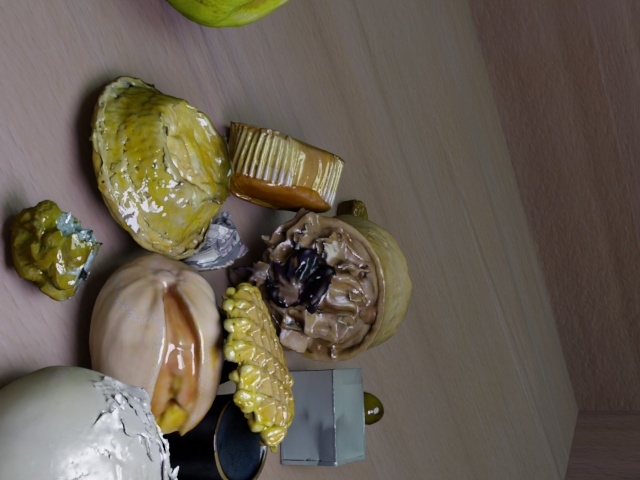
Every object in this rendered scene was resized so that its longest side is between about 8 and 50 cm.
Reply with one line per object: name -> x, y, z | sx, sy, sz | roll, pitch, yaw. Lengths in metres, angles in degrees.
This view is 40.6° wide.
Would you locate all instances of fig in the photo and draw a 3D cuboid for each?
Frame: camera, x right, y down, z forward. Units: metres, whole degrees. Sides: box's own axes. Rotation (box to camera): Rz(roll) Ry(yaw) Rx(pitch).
fig -> 0.125, 0.432, 2.244 | 0.074, 0.074, 0.088 | 39, 30, -52

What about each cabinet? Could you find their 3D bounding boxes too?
cabinet -> 0.006, 0.395, 1.957 | 0.150, 0.145, 0.206 | 12, 73, -59

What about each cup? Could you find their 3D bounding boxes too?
cup -> -0.195, 0.339, 1.575 | 0.239, 0.176, 0.166 | -51, 127, -52

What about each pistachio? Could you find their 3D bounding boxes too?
pistachio -> -0.275, 0.172, 1.443 | 0.230, 0.229, 0.309 | 7, 80, -60

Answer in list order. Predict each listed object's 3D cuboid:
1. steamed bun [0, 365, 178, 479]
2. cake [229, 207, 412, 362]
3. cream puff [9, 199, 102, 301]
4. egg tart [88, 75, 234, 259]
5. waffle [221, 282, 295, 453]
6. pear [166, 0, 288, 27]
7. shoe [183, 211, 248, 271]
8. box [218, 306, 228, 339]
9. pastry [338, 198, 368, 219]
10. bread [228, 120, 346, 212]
steamed bun -> -0.357, 0.357, 1.220 | 0.312, 0.232, 0.334 | -45, 120, -52
cake -> -0.012, 0.105, 1.807 | 0.321, 0.332, 0.333 | -10, 93, -56
cream puff -> -0.411, 0.013, 1.330 | 0.121, 0.156, 0.156 | -47, 140, 1
egg tart -> -0.267, -0.143, 1.543 | 0.345, 0.132, 0.345 | 42, 38, -45
waffle -> -0.104, 0.218, 1.502 | 0.329, 0.062, 0.329 | -16, 90, -86
pear -> -0.179, -0.601, 1.604 | 0.391, 0.391, 0.391 | 19, 68, -58
shoe -> -0.209, 0.004, 1.707 | 0.180, 0.089, 0.092 | -32, 114, -61
box -> -0.195, 0.152, 1.655 | 0.034, 0.132, 0.235 | -52, 145, -3
pastry -> 0.087, -0.060, 2.281 | 0.109, 0.057, 0.097 | -36, 118, -56
bread -> -0.088, -0.143, 1.869 | 0.288, 0.204, 0.156 | 19, 85, -55
